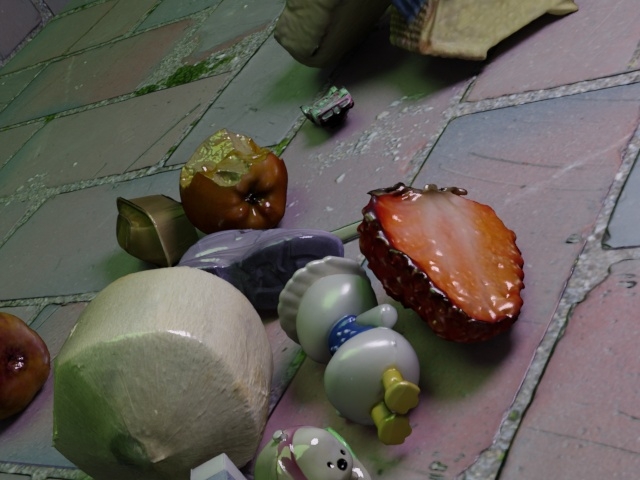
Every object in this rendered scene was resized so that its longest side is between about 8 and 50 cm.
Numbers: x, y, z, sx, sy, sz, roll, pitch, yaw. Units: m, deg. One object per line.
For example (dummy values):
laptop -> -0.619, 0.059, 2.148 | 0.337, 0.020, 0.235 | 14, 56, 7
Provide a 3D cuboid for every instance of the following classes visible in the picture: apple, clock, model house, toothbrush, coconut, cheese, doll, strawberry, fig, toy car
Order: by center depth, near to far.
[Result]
clock -> -0.013, 0.257, 0.990 | 0.103, 0.144, 0.231 | -18, 31, 25
doll -> 0.034, 0.110, 1.206 | 0.293, 0.119, 0.138 | -129, 52, -58
strawberry -> 0.126, 0.042, 1.207 | 0.236, 0.190, 0.111 | -108, 34, -48
coconut -> -0.176, 0.164, 1.212 | 0.245, 0.245, 0.247 | -23, 22, 21
toothbrush -> -0.001, 0.002, 1.496 | 0.294, 0.026, 0.028 | -19, 17, 27
apple -> -0.123, -0.071, 1.620 | 0.156, 0.147, 0.158 | -8, 33, -20
fig -> -0.500, 0.199, 1.636 | 0.257, 0.159, 0.159 | -34, 19, 51
model house -> 0.184, -0.430, 1.683 | 0.266, 0.321, 0.261 | -36, 22, 0
toy car -> 0.015, -0.208, 1.774 | 0.069, 0.055, 0.142 | -35, 14, -3
cheese -> 0.046, -0.427, 1.863 | 0.318, 0.115, 0.326 | -49, -8, 14

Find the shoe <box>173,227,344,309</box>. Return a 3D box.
shoe -> -0.084, 0.025, 1.464 | 0.245, 0.095, 0.137 | -13, 27, 13

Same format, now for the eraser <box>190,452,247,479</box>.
eraser -> -0.081, 0.301, 1.047 | 0.046, 0.092, 0.212 | -30, 28, 9

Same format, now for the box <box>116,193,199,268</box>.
box -> -0.262, -0.015, 1.725 | 0.111, 0.111, 0.177 | -42, 29, -14
